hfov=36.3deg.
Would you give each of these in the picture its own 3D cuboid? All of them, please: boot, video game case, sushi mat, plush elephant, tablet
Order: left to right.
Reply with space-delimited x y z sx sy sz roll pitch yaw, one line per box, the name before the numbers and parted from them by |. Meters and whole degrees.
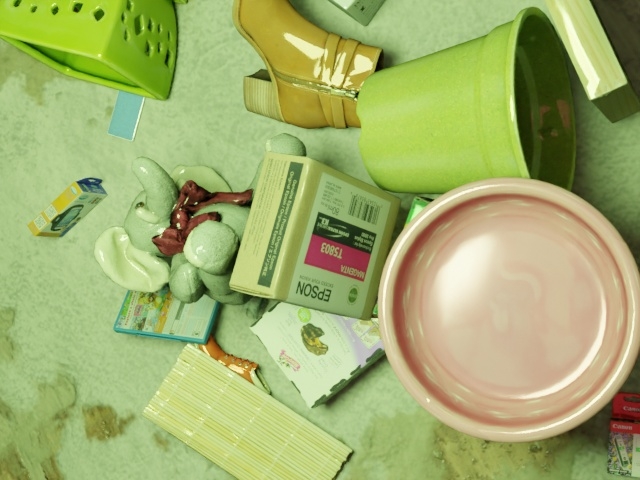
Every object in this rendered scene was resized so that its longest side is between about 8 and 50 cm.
tablet | -0.334 -0.216 1.677 0.054 0.006 0.083 17 94 19
video game case | -0.247 0.107 1.606 0.166 0.015 0.119 6 59 19
plush elephant | -0.193 -0.028 1.477 0.255 0.330 0.272 26 58 13
boot | -0.145 0.202 1.582 0.084 0.059 0.158 -32 88 13
sushi mat | -0.118 0.306 1.550 0.316 0.019 0.151 33 100 3
boot | -0.015 -0.299 1.474 0.220 0.109 0.283 12 119 22

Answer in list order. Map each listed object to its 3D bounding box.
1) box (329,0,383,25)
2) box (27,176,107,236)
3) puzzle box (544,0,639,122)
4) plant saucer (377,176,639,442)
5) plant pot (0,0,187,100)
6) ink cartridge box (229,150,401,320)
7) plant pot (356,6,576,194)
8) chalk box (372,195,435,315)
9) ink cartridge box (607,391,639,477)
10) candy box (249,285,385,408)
box | 0.041 -0.460 1.494 0.182 0.119 0.181 40 102 15
box | -0.426 -0.057 1.665 0.136 0.081 0.028 -38 78 15
puzzle box | 0.319 -0.363 1.319 0.052 0.272 0.409 -26 80 21
plant saucer | 0.242 0.087 1.247 0.332 0.084 0.332 -1 88 19
plant pot | -0.358 -0.374 1.579 0.228 0.227 0.207 16 87 19
ink cartridge box | 0.000 0.000 1.363 0.088 0.234 0.193 12 86 38
plant pot | 0.199 -0.169 1.380 0.254 0.276 0.276 -4 88 31
chalk box | 0.254 0.072 1.381 0.289 0.180 0.179 23 96 19
ink cartridge box | 0.444 0.277 1.391 0.063 0.029 0.115 3 91 19
candy box | 0.016 0.137 1.517 0.196 0.070 0.165 -41 77 13
